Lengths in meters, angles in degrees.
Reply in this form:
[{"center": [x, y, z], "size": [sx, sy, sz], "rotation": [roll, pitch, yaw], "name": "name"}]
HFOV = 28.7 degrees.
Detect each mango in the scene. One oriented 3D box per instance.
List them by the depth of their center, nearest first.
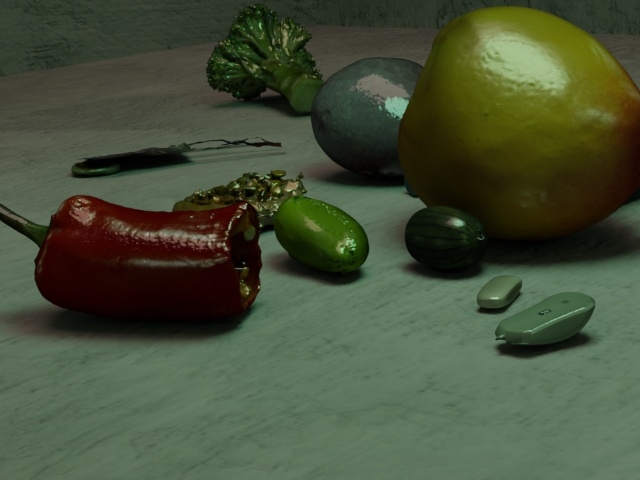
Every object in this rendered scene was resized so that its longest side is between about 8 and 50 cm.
[{"center": [0.000, 0.000, 1.492], "size": [0.091, 0.074, 0.165], "rotation": [-4, 26, -25], "name": "mango"}]

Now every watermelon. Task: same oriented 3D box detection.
[{"center": [0.147, -0.002, 1.452], "size": [0.078, 0.078, 0.111], "rotation": [-15, 20, -37], "name": "watermelon"}]

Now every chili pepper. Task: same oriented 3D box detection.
[{"center": [-0.237, 0.020, 1.354], "size": [0.338, 0.131, 0.134], "rotation": [3, 41, 11], "name": "chili pepper"}]

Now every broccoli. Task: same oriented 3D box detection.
[{"center": [-0.104, -0.366, 2.685], "size": [0.252, 0.221, 0.361], "rotation": [30, 10, -13], "name": "broccoli"}]

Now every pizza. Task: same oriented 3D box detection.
[{"center": [-0.088, -0.059, 1.733], "size": [0.226, 0.069, 0.147], "rotation": [-14, 16, -34], "name": "pizza"}]

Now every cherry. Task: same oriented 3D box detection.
[{"center": [0.097, -0.191, 1.951], "size": [0.213, 0.183, 0.266], "rotation": [-25, 32, -22], "name": "cherry"}]

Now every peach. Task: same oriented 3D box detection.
[{"center": [0.252, -0.128, 1.538], "size": [0.308, 0.289, 0.289], "rotation": [34, 28, 16], "name": "peach"}]

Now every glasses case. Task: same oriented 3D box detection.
[{"center": [0.191, 0.054, 1.333], "size": [0.032, 0.021, 0.083], "rotation": [3, 16, 25], "name": "glasses case"}]

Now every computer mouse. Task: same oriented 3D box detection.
[{"center": [0.216, 0.084, 1.204], "size": [0.110, 0.032, 0.056], "rotation": [-22, 20, -22], "name": "computer mouse"}]

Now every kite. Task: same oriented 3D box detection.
[{"center": [-0.248, -0.161, 2.213], "size": [0.361, 0.022, 0.204], "rotation": [-6, 7, -15], "name": "kite"}]

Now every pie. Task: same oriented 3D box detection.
[{"center": [-0.382, -0.123, 2.133], "size": [0.085, 0.017, 0.085], "rotation": [-3, 16, 1], "name": "pie"}]

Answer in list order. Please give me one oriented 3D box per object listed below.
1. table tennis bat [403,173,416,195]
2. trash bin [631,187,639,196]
[{"center": [0.285, -0.106, 1.872], "size": [0.329, 0.044, 0.215], "rotation": [-7, 20, -17], "name": "table tennis bat"}, {"center": [0.336, -0.130, 1.756], "size": [0.177, 0.101, 0.236], "rotation": [-20, 36, -41], "name": "trash bin"}]
